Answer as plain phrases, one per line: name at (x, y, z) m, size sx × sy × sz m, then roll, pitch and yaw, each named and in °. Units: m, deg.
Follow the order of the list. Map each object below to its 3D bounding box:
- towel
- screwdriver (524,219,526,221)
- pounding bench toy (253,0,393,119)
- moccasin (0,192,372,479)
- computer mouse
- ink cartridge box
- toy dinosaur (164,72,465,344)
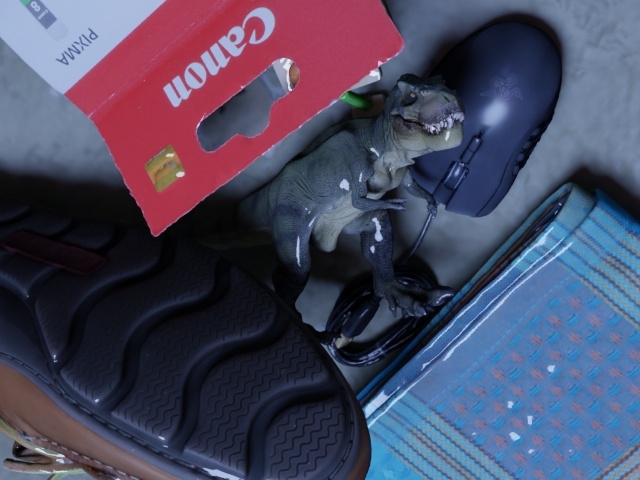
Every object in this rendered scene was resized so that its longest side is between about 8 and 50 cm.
towel at (0.192, 0.175, 0.571) m, size 0.370 × 0.040 × 0.271 m, roll 40°, pitch 109°, yaw -3°
screwdriver at (0.169, 0.055, 0.571) m, size 0.170 × 0.024 × 0.025 m, roll 56°, pitch 146°, yaw -11°
pounding bench toy at (0.011, -0.093, 0.519) m, size 0.052 × 0.065 × 0.083 m, roll -16°, pitch 110°, yaw 23°
moccasin at (-0.138, 0.073, 0.567) m, size 0.380 × 0.139 × 0.147 m, roll 13°, pitch 133°, yaw 28°
computer mouse at (0.060, -0.013, 0.558) m, size 0.071 × 0.041 × 0.242 m, roll 26°, pitch 120°, yaw 2°
ink cartridge box at (-0.090, -0.139, 0.490) m, size 0.181 × 0.056 × 0.224 m, roll -34°, pitch 77°, yaw 27°
toy dinosaur at (0.000, 0.000, 0.552) m, size 0.268 × 0.064 × 0.118 m, roll -24°, pitch 93°, yaw 42°
